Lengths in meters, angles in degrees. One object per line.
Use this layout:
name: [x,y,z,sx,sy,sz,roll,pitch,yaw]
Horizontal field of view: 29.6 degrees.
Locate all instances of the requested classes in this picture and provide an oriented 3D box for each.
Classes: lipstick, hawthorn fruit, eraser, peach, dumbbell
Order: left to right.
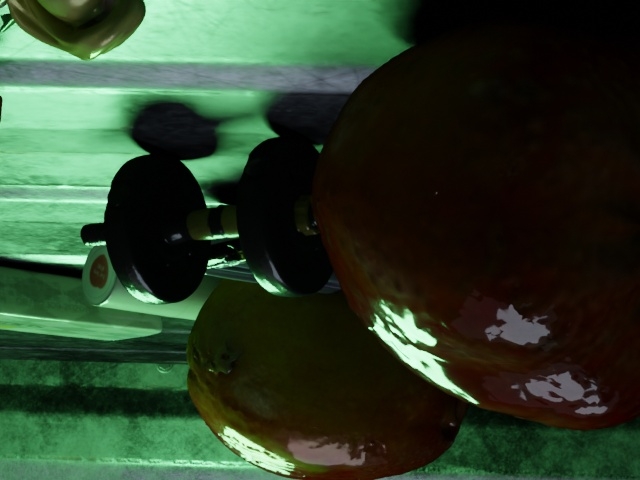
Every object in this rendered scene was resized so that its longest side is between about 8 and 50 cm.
eraser: [-0.459,0.092,1.844,0.396,0.082,0.213,11,165,-37]
lipstick: [-0.166,0.067,1.666,0.326,0.087,0.087,12,165,-42]
dumbbell: [-0.089,-0.016,1.107,0.325,0.143,0.143,-4,167,29]
peach: [0.020,0.159,1.554,0.372,0.290,0.372,9,180,0]
hawthorn fruit: [0.123,-0.020,0.838,0.287,0.287,0.330,11,180,-38]

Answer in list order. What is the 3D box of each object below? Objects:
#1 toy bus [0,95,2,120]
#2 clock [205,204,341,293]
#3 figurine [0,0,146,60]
toy bus: [-0.411,-0.060,0.924,0.329,0.153,0.143,-4,169,27]
clock: [0.000,0.000,1.322,0.253,0.083,0.186,11,166,-39]
figurine: [-0.164,-0.143,0.693,0.187,0.083,0.083,5,173,39]
